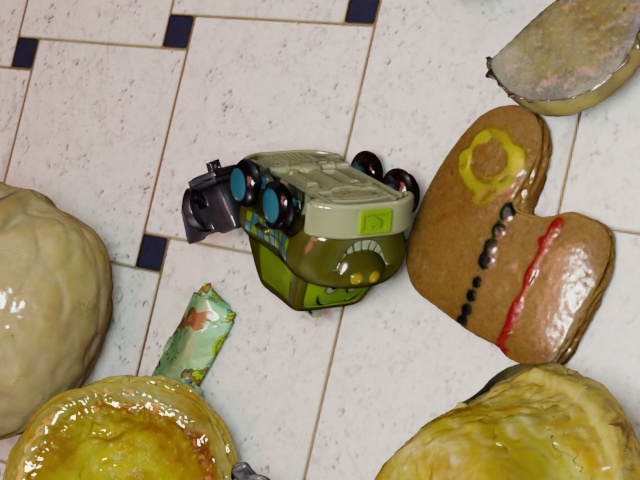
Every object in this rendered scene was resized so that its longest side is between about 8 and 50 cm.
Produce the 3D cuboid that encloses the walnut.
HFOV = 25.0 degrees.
[{"bbox_3d":[-0.476,0.095,2.039,0.381,0.381,0.381,-10,73,35],"label":"walnut"}]

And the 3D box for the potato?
[{"bbox_3d":[0.322,-0.234,1.661,0.243,0.098,0.138,-46,60,11],"label":"potato"}]

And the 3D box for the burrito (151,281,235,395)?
[{"bbox_3d":[-0.188,0.200,1.967,0.104,0.054,0.288,32,97,35],"label":"burrito"}]

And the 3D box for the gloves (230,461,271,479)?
[{"bbox_3d":[-0.036,0.396,1.762,0.142,0.119,0.285,-30,75,0],"label":"gloves"}]

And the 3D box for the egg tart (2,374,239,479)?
[{"bbox_3d":[-0.254,0.322,1.884,0.319,0.128,0.318,0,88,-1],"label":"egg tart"}]

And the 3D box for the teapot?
[{"bbox_3d":[-0.128,-0.061,1.920,0.087,0.177,0.096,-17,94,34],"label":"teapot"}]

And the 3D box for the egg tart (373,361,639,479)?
[{"bbox_3d":[0.155,0.325,1.520,0.443,0.178,0.443,-41,35,37],"label":"egg tart"}]

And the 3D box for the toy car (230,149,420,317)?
[{"bbox_3d":[0.000,0.000,1.798,0.248,0.204,0.198,32,122,54],"label":"toy car"}]

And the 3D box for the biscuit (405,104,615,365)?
[{"bbox_3d":[0.231,-0.010,1.702,0.277,0.052,0.262,38,103,36],"label":"biscuit"}]
